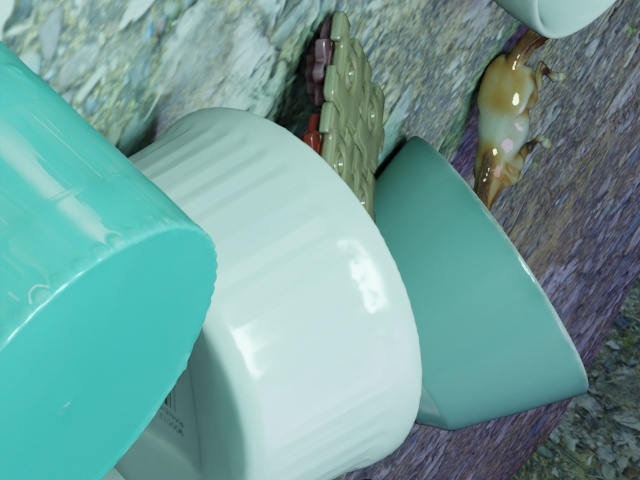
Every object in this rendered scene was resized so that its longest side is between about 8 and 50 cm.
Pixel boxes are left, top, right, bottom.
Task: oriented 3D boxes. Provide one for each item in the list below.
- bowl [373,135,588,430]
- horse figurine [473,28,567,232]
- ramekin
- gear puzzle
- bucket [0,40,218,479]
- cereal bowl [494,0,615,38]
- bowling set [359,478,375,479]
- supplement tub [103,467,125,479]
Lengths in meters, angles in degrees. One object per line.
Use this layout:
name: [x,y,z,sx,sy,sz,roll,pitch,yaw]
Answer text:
bowl: [0.113,0.068,1.579,0.163,0.311,0.311,-34,160,-3]
horse figurine: [0.214,-0.133,1.720,0.174,0.066,0.263,-28,134,-55]
ramekin: [-0.075,0.061,1.070,0.135,0.277,0.277,-29,151,-35]
gear puzzle: [0.000,0.000,1.267,0.175,0.044,0.339,55,39,-64]
bucket: [-0.200,0.039,0.842,0.281,0.183,0.281,-47,161,-22]
cereal bowl: [0.221,-0.342,1.280,0.339,0.141,0.339,-47,162,-21]
bowling set: [-0.007,0.211,1.645,0.287,0.200,0.154,-57,161,-5]
supplement tub: [-0.127,0.307,1.449,0.228,0.228,0.316,-44,160,-29]
